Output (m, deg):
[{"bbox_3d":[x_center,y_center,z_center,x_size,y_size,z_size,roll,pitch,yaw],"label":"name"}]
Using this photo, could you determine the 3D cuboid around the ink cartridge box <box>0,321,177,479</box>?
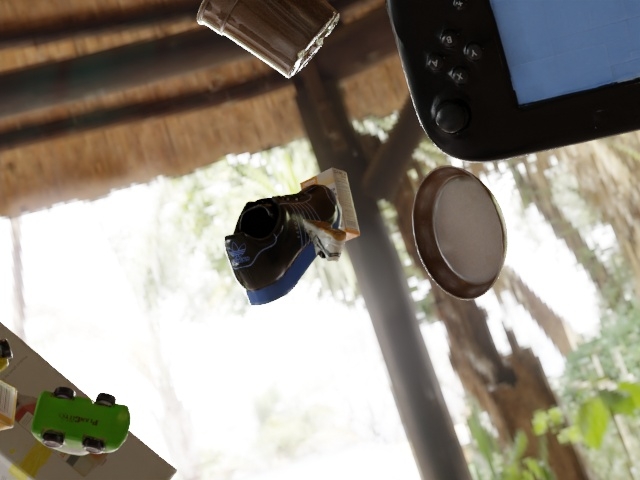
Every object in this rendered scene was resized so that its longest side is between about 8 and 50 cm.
[{"bbox_3d":[-0.435,0.317,1.768,0.160,0.385,0.279,-49,0,-35],"label":"ink cartridge box"}]

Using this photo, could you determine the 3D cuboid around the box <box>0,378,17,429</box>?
[{"bbox_3d":[-0.245,0.090,0.643,0.136,0.028,0.081,-14,-33,23],"label":"box"}]

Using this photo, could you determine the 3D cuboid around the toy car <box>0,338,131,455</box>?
[{"bbox_3d":[-0.307,0.181,1.198,0.225,0.239,0.053,11,-33,-4],"label":"toy car"}]

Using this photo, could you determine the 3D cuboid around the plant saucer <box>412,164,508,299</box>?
[{"bbox_3d":[0.176,-0.012,1.447,0.029,0.168,0.168,-14,-14,-32],"label":"plant saucer"}]

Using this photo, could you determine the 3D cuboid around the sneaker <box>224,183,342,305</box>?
[{"bbox_3d":[-0.041,-0.022,1.353,0.081,0.090,0.232,-13,24,25],"label":"sneaker"}]

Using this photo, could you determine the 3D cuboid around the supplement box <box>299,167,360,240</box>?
[{"bbox_3d":[0.013,-0.045,1.657,0.062,0.098,0.036,-24,-21,32],"label":"supplement box"}]

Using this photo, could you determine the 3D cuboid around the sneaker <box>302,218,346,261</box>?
[{"bbox_3d":[0.000,0.000,1.269,0.032,0.037,0.083,4,13,-21],"label":"sneaker"}]

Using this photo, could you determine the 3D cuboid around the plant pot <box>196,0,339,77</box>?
[{"bbox_3d":[-0.071,-0.345,1.783,0.167,0.165,0.167,-51,-1,-1],"label":"plant pot"}]

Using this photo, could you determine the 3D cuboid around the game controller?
[{"bbox_3d":[0.194,-0.153,0.723,0.319,0.166,0.067,-12,20,28],"label":"game controller"}]
